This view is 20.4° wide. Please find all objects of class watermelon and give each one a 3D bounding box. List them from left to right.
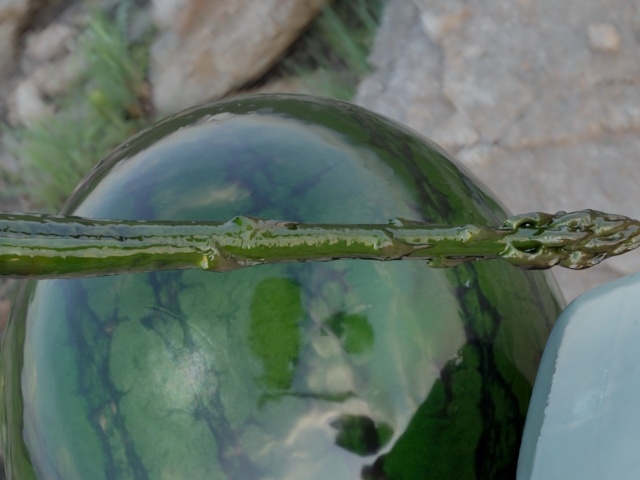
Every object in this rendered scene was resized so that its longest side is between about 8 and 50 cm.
[{"bbox_3d":[-0.015,0.097,0.987,0.363,0.363,0.363,-20,47,23],"label":"watermelon"}]

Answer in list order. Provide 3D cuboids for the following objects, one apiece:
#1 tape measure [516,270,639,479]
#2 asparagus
[{"bbox_3d":[0.190,0.148,0.799,0.125,0.246,0.243,-19,41,27],"label":"tape measure"},{"bbox_3d":[0.000,0.000,0.536,0.023,0.233,0.022,166,101,-65],"label":"asparagus"}]
